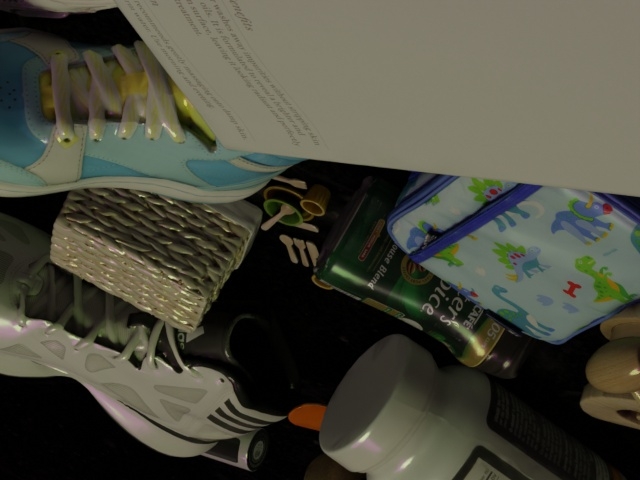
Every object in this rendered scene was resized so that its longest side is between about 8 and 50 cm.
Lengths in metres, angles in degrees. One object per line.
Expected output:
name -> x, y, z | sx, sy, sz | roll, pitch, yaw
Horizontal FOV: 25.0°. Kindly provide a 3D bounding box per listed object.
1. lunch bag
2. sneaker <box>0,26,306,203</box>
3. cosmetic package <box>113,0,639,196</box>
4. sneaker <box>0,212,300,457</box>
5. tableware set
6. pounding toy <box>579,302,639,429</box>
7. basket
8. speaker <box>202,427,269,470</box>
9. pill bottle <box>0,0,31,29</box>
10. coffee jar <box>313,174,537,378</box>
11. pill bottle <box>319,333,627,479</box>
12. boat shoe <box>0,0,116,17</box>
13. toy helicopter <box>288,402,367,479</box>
lunch bag -> 0.155, -0.020, 1.011 | 0.176, 0.090, 0.219 | 36, 151, -11
sneaker -> -0.118, -0.107, 0.981 | 0.319, 0.127, 0.208 | 0, 167, -39
cosmetic package -> 0.087, -0.146, 0.755 | 0.385, 0.156, 0.217 | 8, 152, 29
sneaker -> -0.201, 0.064, 1.452 | 0.447, 0.169, 0.257 | 33, 145, -29
tableware set -> 0.000, 0.000, 1.259 | 0.104, 0.024, 0.154 | 16, 151, 21
pounding toy -> 0.274, 0.139, 1.056 | 0.269, 0.155, 0.154 | 26, 162, -25
basket -> -0.153, -0.004, 1.303 | 0.167, 0.103, 0.113 | 27, 155, -1
speaker -> -0.134, 0.240, 1.779 | 0.136, 0.055, 0.055 | 14, 151, 26
pill bottle -> -0.316, -0.120, 1.114 | 0.123, 0.219, 0.123 | 21, 153, 12
coffee jar -> 0.094, 0.032, 1.144 | 0.184, 0.096, 0.079 | 30, 175, -7
pill bottle -> 0.146, 0.216, 1.359 | 0.278, 0.162, 0.162 | 36, 152, -16
boat shoe -> -0.183, -0.202, 1.003 | 0.277, 0.098, 0.096 | 12, 171, 31
toy helicopter -> 0.079, 0.287, 1.521 | 0.140, 0.235, 0.355 | -24, 160, 24
